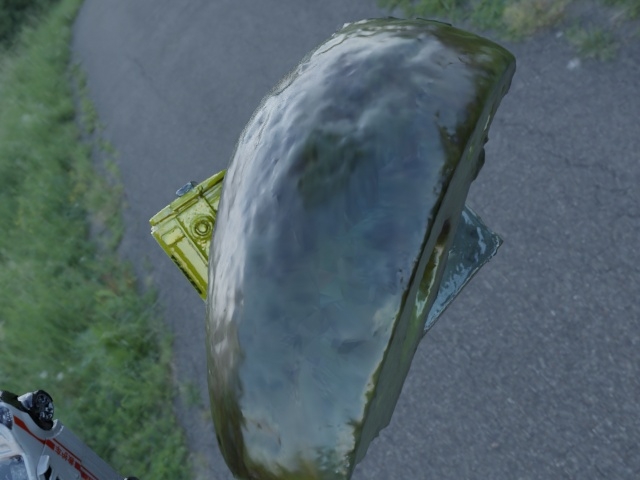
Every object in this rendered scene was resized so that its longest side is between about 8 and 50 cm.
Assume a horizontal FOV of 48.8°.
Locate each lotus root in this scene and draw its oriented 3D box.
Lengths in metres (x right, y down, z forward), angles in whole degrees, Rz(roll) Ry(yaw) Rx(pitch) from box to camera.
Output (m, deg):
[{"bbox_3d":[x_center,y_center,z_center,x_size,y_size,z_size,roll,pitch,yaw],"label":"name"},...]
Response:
[{"bbox_3d":[0.000,0.000,0.454,0.210,0.142,0.314,7,88,27],"label":"lotus root"}]

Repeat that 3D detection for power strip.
[{"bbox_3d":[0.060,-0.001,0.761,0.064,0.213,0.198,-12,-38,-51],"label":"power strip"}]

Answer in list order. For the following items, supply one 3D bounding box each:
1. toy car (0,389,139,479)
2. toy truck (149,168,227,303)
[{"bbox_3d":[-0.212,0.209,0.538,0.089,0.210,0.108,-23,35,9],"label":"toy car"},{"bbox_3d":[-0.058,0.046,0.631,0.098,0.227,0.114,-34,11,0],"label":"toy truck"}]
